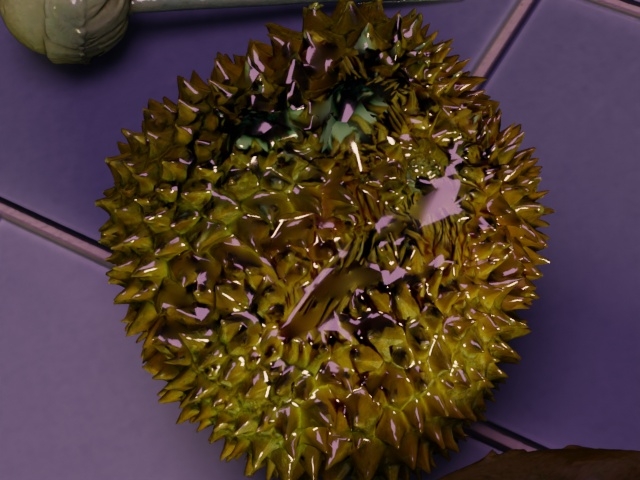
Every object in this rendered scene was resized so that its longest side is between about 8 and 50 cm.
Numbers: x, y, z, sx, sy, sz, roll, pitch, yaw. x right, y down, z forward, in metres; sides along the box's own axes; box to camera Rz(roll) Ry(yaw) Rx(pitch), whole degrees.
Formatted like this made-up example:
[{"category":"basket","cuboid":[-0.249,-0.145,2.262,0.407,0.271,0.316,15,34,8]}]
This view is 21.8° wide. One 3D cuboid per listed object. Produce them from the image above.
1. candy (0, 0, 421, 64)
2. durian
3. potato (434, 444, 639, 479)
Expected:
[{"category":"candy","cuboid":[-0.062,-0.177,1.189,0.336,0.092,0.093,-2,41,-1]},{"category":"durian","cuboid":[-0.002,0.000,0.981,0.291,0.224,0.291,0,92,-3]},{"category":"potato","cuboid":[0.152,0.205,0.830,0.307,0.173,0.210,3,31,23]}]
